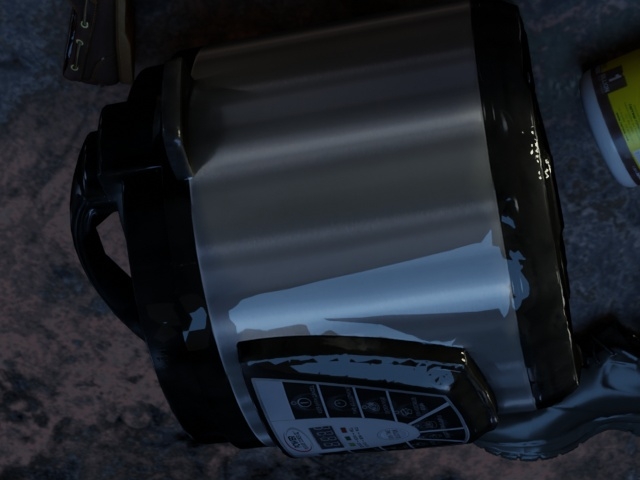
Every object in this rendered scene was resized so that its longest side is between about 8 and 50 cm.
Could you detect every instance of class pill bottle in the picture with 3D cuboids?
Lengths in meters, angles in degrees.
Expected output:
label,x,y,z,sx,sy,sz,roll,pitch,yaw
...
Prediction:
label,x,y,z,sx,sy,sz,roll,pitch,yaw
pill bottle,0.350,-0.136,1.361,0.215,0.117,0.117,-22,125,18

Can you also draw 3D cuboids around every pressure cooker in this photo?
label,x,y,z,sx,sy,sz,roll,pitch,yaw
pressure cooker,0.000,-0.004,1.329,0.420,0.375,0.369,-8,103,9

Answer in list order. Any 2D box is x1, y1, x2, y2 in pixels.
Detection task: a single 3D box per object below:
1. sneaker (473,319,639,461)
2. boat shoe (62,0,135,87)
label,x,y,z,sx,sy,sz,roll,pitch,yaw
sneaker,0.282,0.150,1.615,0.286,0.109,0.130,-10,118,1
boat shoe,-0.200,-0.223,1.340,0.073,0.073,0.207,4,128,-3
